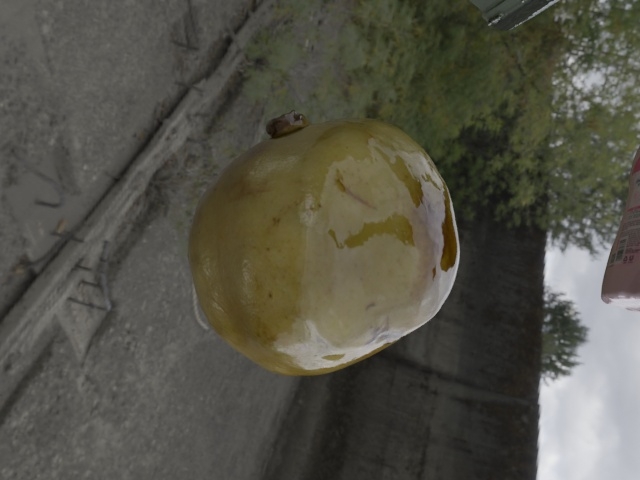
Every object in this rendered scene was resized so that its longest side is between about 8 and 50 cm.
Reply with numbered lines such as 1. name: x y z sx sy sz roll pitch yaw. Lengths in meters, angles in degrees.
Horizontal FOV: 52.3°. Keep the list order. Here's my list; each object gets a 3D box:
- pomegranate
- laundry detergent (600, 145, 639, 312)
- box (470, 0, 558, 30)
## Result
1. pomegranate: 0.000 0.000 0.800 0.332 0.333 0.332 13 90 -83
2. laundry detergent: 0.488 -0.066 0.934 0.159 0.088 0.335 112 -5 -80
3. box: 0.293 -0.405 0.939 0.148 0.129 0.210 -56 -170 -4
